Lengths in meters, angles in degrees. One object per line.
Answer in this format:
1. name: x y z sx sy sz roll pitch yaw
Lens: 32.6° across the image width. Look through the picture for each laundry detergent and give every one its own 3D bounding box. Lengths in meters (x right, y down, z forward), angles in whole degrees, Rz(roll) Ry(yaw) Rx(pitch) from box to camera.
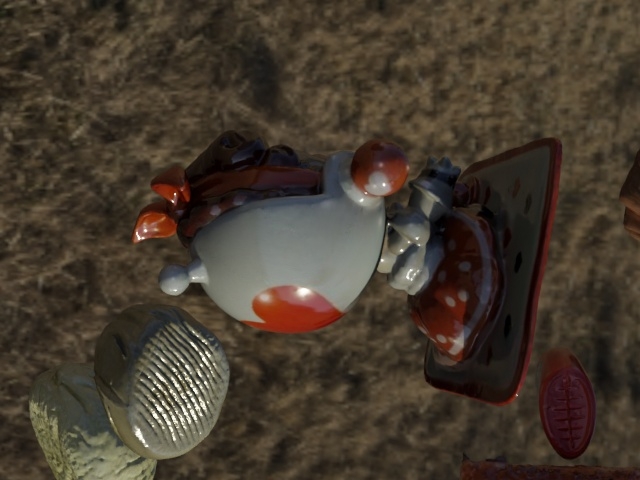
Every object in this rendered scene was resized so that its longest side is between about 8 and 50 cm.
1. laundry detergent: 0.228 0.146 1.031 0.165 0.049 0.098 -22 109 -81

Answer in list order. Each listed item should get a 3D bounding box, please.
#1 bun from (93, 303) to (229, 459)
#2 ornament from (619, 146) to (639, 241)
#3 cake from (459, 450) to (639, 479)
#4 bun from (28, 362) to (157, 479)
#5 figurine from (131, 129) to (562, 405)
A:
1. bun: -0.187 0.148 1.205 0.166 0.113 0.173 -23 113 -49
2. ornament: 0.490 -0.020 1.238 0.221 0.218 0.235 -8 125 -25
3. cake: 0.252 0.275 0.930 0.158 0.261 0.160 51 42 -59
4. bun: -0.291 0.251 1.428 0.134 0.220 0.221 -25 114 -26
5. figurine: 0.000 0.000 0.673 0.226 0.183 0.160 11 84 -10
